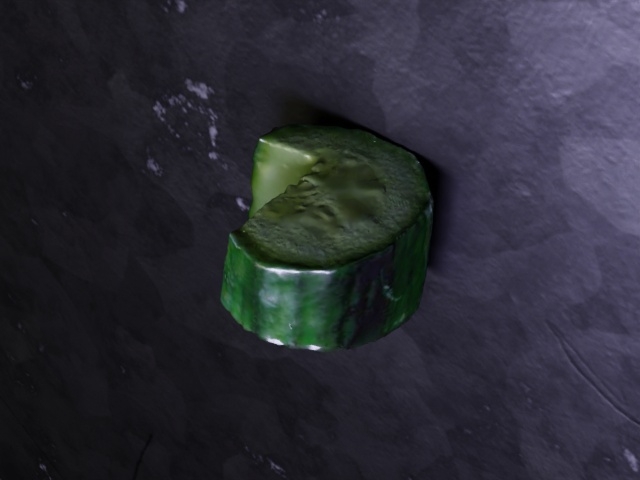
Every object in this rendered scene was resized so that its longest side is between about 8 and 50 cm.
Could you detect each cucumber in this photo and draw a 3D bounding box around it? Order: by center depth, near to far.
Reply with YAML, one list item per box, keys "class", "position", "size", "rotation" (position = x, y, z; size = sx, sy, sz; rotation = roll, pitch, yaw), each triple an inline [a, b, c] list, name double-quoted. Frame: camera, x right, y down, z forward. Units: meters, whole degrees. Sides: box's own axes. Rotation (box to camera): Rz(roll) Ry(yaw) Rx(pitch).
- class: "cucumber"
  position: [0.008, 0.004, 1.321]
  size: [0.191, 0.191, 0.130]
  rotation: [28, 140, 28]
